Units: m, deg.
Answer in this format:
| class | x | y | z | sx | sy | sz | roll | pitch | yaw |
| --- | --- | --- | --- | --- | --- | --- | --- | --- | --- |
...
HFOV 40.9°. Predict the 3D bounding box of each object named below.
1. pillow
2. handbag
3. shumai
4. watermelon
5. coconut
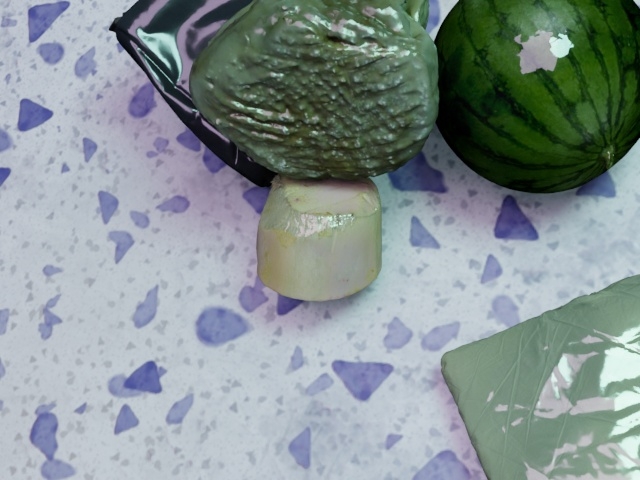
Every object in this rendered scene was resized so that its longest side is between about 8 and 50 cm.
| class | x | y | z | sx | sy | sz | roll | pitch | yaw |
| --- | --- | --- | --- | --- | --- | --- | --- | --- | --- |
| pillow | 0.291 | 0.190 | 0.857 | 0.274 | 0.076 | 0.281 | -24 | 60 | 6 |
| handbag | -0.070 | -0.254 | 1.070 | 0.275 | 0.178 | 0.302 | 43 | 88 | 9 |
| shumai | 0.003 | -0.194 | 0.911 | 0.260 | 0.225 | 0.222 | -11 | 44 | 16 |
| watermelon | 0.235 | -0.171 | 0.911 | 0.242 | 0.242 | 0.242 | -6 | 70 | 16 |
| coconut | 0.000 | 0.000 | 0.978 | 0.147 | 0.153 | 0.147 | 1 | 39 | -1 |
